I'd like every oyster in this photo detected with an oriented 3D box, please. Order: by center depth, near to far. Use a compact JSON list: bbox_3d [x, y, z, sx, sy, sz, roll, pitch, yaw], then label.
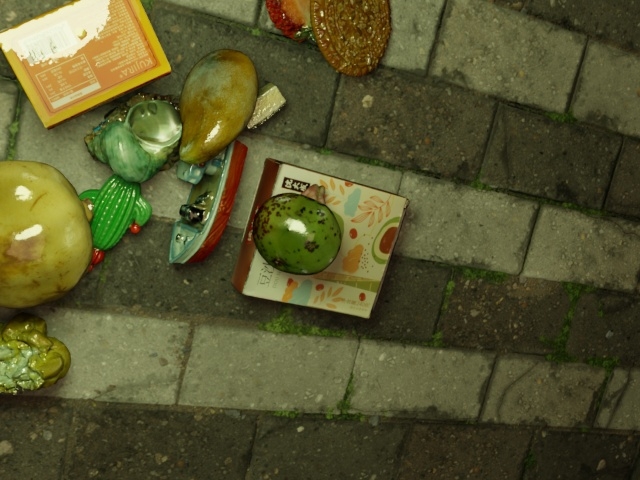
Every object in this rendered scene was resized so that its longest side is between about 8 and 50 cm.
[{"bbox_3d":[-0.420,-0.248,1.694,0.259,0.092,0.198,-2,109,-25],"label":"oyster"}]

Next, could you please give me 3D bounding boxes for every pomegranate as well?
[{"bbox_3d":[-0.640,-0.018,1.556,0.332,0.332,0.333,-6,106,-21],"label":"pomegranate"},{"bbox_3d":[-0.047,-0.043,1.724,0.214,0.214,0.248,39,54,-26],"label":"pomegranate"}]

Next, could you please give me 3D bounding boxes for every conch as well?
[{"bbox_3d":[-0.403,-0.214,1.593,0.188,0.122,0.176,-14,106,-35],"label":"conch"}]

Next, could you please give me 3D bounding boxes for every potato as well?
[{"bbox_3d":[-0.146,-0.332,1.787,0.122,0.086,0.061,-37,117,-3],"label":"potato"}]

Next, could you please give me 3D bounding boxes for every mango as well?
[{"bbox_3d":[-0.241,-0.307,1.659,0.146,0.192,0.316,50,44,-42],"label":"mango"}]

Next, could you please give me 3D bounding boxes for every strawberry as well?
[{"bbox_3d":[-0.068,-0.588,1.731,0.188,0.106,0.286,-48,122,-31],"label":"strawberry"}]

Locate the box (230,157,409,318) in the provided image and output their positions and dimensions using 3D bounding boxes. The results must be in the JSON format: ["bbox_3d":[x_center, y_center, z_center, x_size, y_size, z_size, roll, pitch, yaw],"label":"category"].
[{"bbox_3d":[0.000,0.000,1.914,0.385,0.122,0.345,13,99,-25],"label":"box"}]

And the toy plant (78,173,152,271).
[{"bbox_3d":[-0.511,-0.052,1.710,0.240,0.088,0.155,-37,100,6],"label":"toy plant"}]

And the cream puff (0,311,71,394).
[{"bbox_3d":[-0.693,0.258,1.676,0.220,0.195,0.195,-4,105,-9],"label":"cream puff"}]

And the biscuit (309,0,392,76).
[{"bbox_3d":[0.084,-0.554,1.782,0.305,0.038,0.305,-7,100,-48],"label":"biscuit"}]

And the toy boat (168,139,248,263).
[{"bbox_3d":[-0.294,-0.100,1.747,0.133,0.145,0.332,16,92,-36],"label":"toy boat"}]

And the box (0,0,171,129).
[{"bbox_3d":[-0.497,-0.390,1.526,0.283,0.259,0.214,-28,112,-13],"label":"box"}]
